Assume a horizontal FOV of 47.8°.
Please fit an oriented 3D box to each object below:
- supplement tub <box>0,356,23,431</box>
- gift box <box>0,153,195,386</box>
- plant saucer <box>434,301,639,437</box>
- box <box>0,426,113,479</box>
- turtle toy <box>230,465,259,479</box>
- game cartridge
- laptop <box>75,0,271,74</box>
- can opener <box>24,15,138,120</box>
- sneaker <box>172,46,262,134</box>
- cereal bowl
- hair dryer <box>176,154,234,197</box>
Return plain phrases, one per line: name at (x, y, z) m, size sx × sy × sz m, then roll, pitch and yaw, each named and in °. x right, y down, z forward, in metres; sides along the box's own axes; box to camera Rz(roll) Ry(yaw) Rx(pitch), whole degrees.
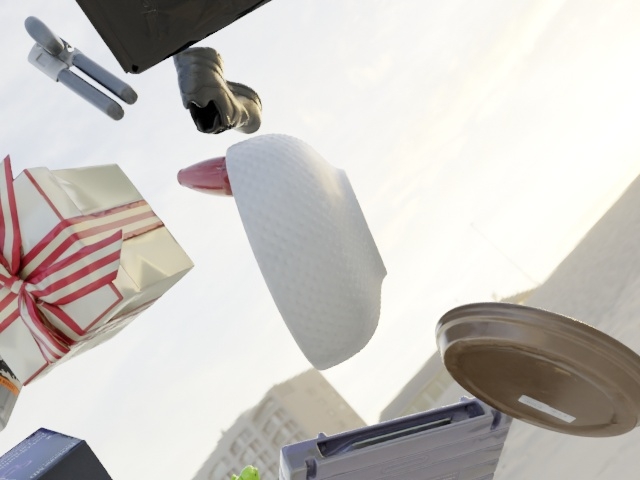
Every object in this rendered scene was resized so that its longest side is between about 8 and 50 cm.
supplement tub at (-0.742, 0.255, 1.612) m, size 0.193 × 0.194 × 0.316 m, roll 107°, pitch 173°, yaw -53°
gift box at (-0.370, 0.021, 1.066) m, size 0.276 × 0.255 × 0.258 m, roll -45°, pitch -5°, yaw 20°
plant saucer at (0.266, 0.167, 0.879) m, size 0.278 × 0.278 × 0.041 m, roll 95°, pitch -160°, yaw -61°
box at (-0.383, 0.348, 0.978) m, size 0.153 × 0.108 × 0.207 m, roll -38°, pitch 16°, yaw -35°
turtle toy at (-0.173, 0.552, 1.574) m, size 0.095 × 0.066 × 0.130 m, roll -19°, pitch -57°, yaw -87°
game cartridge at (0.107, 0.353, 1.085) m, size 0.355 × 0.068 × 0.230 m, roll -9°, pitch -48°, yaw -20°
laptop at (-0.087, -0.423, 0.580) m, size 0.382 × 0.236 × 0.408 m, roll 62°, pitch -148°, yaw -51°
can opener at (-0.439, -0.303, 1.284) m, size 0.074 × 0.280 × 0.093 m, roll -52°, pitch -24°, yaw -4°
sneaker at (-0.195, -0.250, 1.372) m, size 0.109 × 0.130 × 0.286 m, roll -9°, pitch -17°, yaw 20°
cereal bowl at (0.000, 0.000, 1.008) m, size 0.141 × 0.339 × 0.339 m, roll -22°, pitch -20°, yaw 3°
hair dryer at (-0.137, -0.088, 1.390) m, size 0.223 × 0.294 × 0.080 m, roll 107°, pitch 180°, yaw -68°
